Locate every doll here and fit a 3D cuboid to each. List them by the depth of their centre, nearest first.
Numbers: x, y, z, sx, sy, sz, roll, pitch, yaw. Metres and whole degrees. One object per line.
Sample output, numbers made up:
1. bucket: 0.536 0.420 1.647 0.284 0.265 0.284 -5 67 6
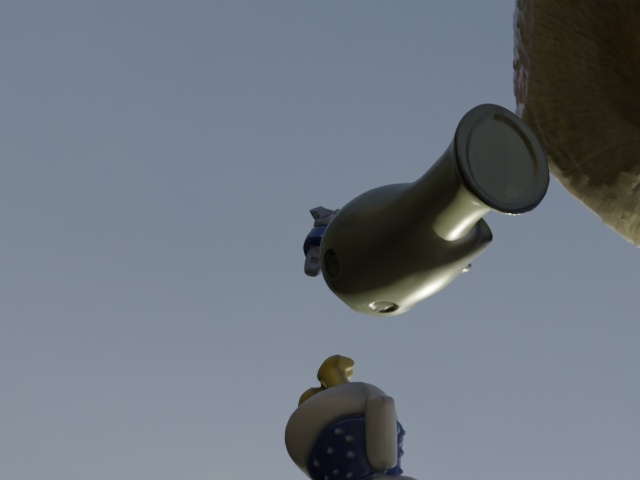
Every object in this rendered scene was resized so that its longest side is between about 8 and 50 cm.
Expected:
1. doll: 0.044 0.213 1.581 0.138 0.119 0.293 -65 -152 26

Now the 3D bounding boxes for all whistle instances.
1. whistle: 0.000 0.000 1.495 0.033 0.083 0.029 12 -51 6

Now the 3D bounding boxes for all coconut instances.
1. coconut: 0.324 -0.154 1.357 0.404 0.404 0.405 18 -57 29

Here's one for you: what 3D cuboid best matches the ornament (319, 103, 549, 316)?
1. ornament: 0.060 -0.008 1.054 0.081 0.075 0.156 26 -40 -19
